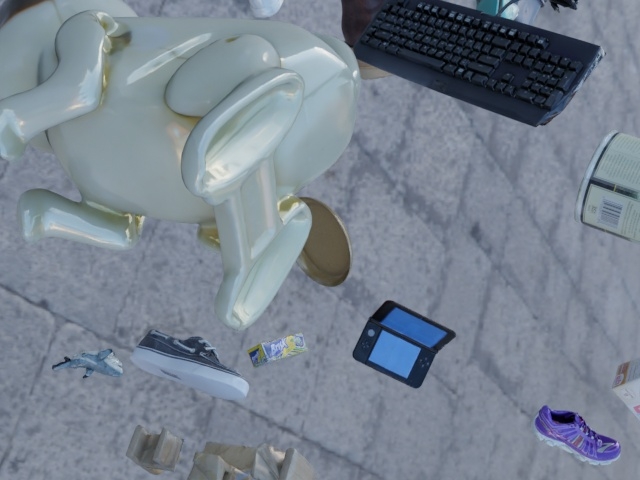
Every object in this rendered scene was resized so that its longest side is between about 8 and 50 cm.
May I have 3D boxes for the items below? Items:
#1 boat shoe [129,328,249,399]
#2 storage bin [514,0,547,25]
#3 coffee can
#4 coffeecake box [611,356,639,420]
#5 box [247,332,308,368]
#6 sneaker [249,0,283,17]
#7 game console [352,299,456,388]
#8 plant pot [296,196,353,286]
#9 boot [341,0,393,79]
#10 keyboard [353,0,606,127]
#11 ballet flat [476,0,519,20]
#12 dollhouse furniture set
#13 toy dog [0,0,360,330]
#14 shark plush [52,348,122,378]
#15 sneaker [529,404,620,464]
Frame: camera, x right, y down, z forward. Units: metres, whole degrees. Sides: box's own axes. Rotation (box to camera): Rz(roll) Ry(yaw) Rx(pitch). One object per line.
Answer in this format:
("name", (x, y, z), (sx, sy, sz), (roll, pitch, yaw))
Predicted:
("boat shoe", (-0.265, 0.252, 1.736), (0.102, 0.301, 0.108), (-61, 141, -26))
("storage bin", (0.413, -0.507, 1.763), (0.135, 0.098, 0.091), (29, 81, -55))
("coffee can", (0.663, -0.079, 1.586), (0.201, 0.275, 0.201), (-40, 143, -39))
("coffeecake box", (0.607, 0.246, 1.360), (0.142, 0.185, 0.068), (47, 43, -6))
("box", (-0.112, 0.292, 2.186), (0.169, 0.059, 0.054), (-9, 72, -51))
("sneaker", (-0.095, -0.526, 1.570), (0.094, 0.080, 0.212), (67, 25, -48))
("game console", (0.149, 0.189, 1.479), (0.124, 0.144, 0.085), (-64, -175, -6))
("plant pot", (0.000, 0.000, 1.996), (0.032, 0.236, 0.236), (-26, 114, -36))
("boot", (0.154, -0.387, 1.390), (0.090, 0.249, 0.206), (-85, 163, -55))
("keyboard", (0.200, -0.261, 1.002), (0.201, 0.317, 0.033), (-52, 141, -9))
("ballet flat", (0.347, -0.475, 1.616), (0.087, 0.083, 0.247), (10, 57, -23))
("dollhouse furniture set", (-0.216, 0.604, 1.616), (0.256, 0.362, 0.394), (61, 38, -51))
("toy dog", (-0.191, -0.163, 0.893), (0.395, 0.408, 0.284), (-58, 158, -25))
("shark plush", (-0.559, 0.299, 1.973), (0.161, 0.073, 0.067), (1, 76, -22))
("sneaker", (0.464, 0.346, 1.473), (0.068, 0.170, 0.071), (-74, -174, -61))
